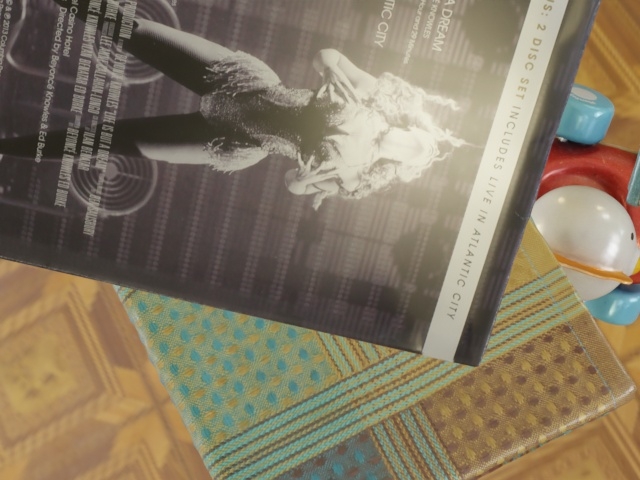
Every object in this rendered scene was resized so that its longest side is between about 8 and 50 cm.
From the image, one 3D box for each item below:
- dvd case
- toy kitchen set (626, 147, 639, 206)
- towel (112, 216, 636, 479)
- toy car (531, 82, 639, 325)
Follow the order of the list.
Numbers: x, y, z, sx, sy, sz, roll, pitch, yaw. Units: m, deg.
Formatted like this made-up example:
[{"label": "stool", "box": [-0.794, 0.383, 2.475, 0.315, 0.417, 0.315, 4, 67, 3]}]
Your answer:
[{"label": "dvd case", "box": [-0.029, -0.051, 0.531, 0.221, 0.164, 0.018, 13, 27, -3]}, {"label": "toy kitchen set", "box": [0.249, -0.103, 0.943, 0.122, 0.207, 0.166, 22, 104, 30]}, {"label": "towel", "box": [0.000, 0.000, 1.003, 0.271, 0.040, 0.370, -24, 70, -13]}, {"label": "toy car", "box": [0.273, -0.002, 1.520, 0.210, 0.219, 0.238, 19, 26, -2]}]
